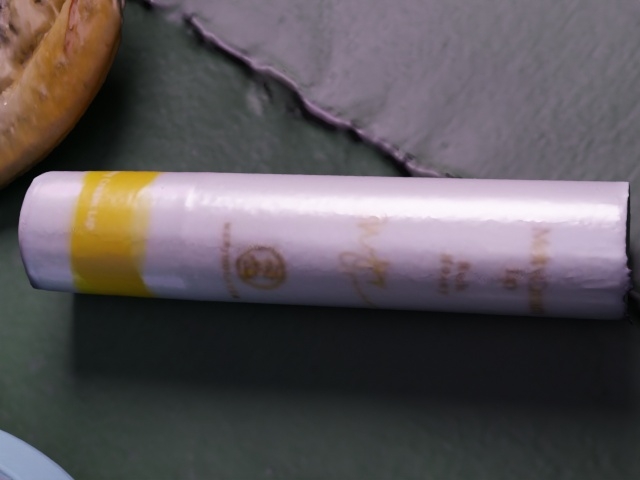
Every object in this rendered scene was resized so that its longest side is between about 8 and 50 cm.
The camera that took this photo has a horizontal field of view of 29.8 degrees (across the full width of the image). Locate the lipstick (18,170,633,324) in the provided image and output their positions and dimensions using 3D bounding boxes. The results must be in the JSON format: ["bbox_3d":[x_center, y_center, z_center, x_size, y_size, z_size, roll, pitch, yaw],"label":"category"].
[{"bbox_3d":[0.000,0.000,0.518,0.264,0.059,0.059,2,78,16],"label":"lipstick"}]

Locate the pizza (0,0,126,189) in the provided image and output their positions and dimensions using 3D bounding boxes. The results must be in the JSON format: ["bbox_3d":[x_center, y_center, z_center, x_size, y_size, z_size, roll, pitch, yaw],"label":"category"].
[{"bbox_3d":[-0.181,-0.151,0.588,0.181,0.034,0.262,-13,87,21],"label":"pizza"}]

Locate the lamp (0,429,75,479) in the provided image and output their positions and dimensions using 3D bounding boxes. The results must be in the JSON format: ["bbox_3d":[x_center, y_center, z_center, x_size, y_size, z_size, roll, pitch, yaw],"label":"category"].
[{"bbox_3d":[-0.194,0.155,0.492,0.209,0.147,0.284,-46,69,5],"label":"lamp"}]
